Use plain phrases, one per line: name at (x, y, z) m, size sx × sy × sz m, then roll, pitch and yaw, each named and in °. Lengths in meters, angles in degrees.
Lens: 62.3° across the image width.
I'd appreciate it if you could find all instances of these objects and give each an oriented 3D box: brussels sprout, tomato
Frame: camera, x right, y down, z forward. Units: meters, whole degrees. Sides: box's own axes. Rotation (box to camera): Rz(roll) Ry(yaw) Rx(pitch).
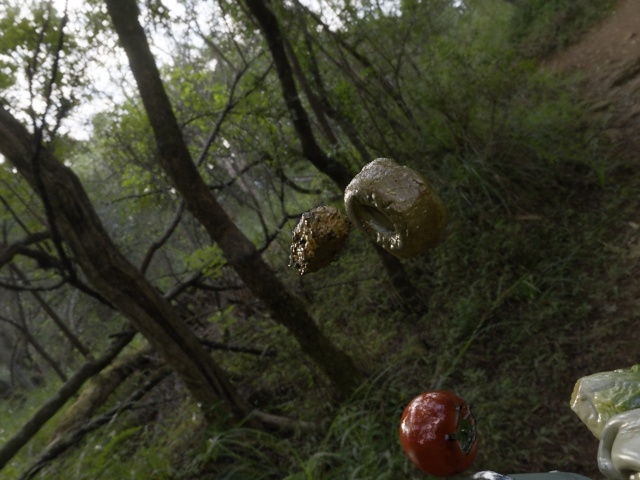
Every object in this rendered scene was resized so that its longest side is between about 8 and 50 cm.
brussels sprout at (0.942, 0.514, 1.609) m, size 0.317 × 0.242 × 0.273 m, roll -5°, pitch 37°, yaw 7°
tomato at (0.367, 0.594, 1.641) m, size 0.225 × 0.255 × 0.256 m, roll -20°, pitch 13°, yaw 33°

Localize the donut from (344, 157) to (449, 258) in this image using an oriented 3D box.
donut at (0.173, -0.077, 1.259) m, size 0.128 × 0.261 × 0.208 m, roll -37°, pitch -38°, yaw -26°

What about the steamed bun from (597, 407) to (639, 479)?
steamed bun at (0.840, 0.509, 1.179) m, size 0.255 × 0.368 × 0.342 m, roll -50°, pitch -8°, yaw -15°

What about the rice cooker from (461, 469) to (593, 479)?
rice cooker at (0.287, 0.434, 0.703) m, size 0.280 × 0.227 × 0.241 m, roll -40°, pitch 46°, yaw 54°

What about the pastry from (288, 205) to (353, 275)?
pastry at (0.000, 0.000, 0.714) m, size 0.080 × 0.056 × 0.140 m, roll -25°, pitch -15°, yaw -24°
